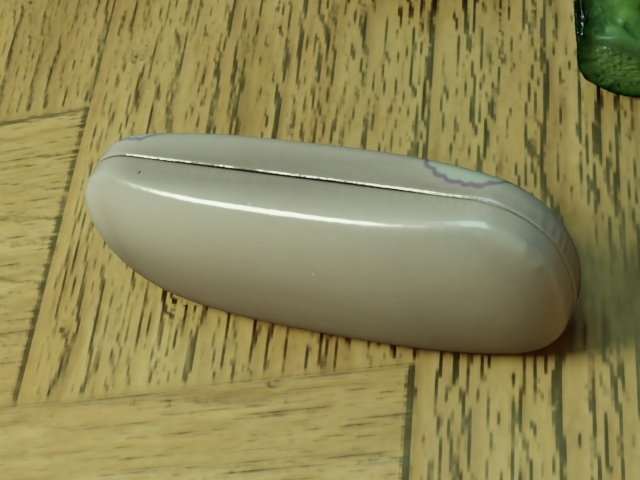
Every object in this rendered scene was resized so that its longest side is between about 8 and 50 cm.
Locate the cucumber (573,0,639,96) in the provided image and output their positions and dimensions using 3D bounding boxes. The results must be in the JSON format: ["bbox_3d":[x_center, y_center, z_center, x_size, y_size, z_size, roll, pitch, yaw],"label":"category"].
[{"bbox_3d":[0.202,-0.177,0.953,0.115,0.086,0.193,23,58,-13],"label":"cucumber"}]

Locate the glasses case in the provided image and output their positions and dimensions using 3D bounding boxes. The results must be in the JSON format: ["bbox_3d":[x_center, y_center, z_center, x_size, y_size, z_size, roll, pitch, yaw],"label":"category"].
[{"bbox_3d":[0.000,0.000,0.865,0.297,0.113,0.075,10,55,29],"label":"glasses case"}]
